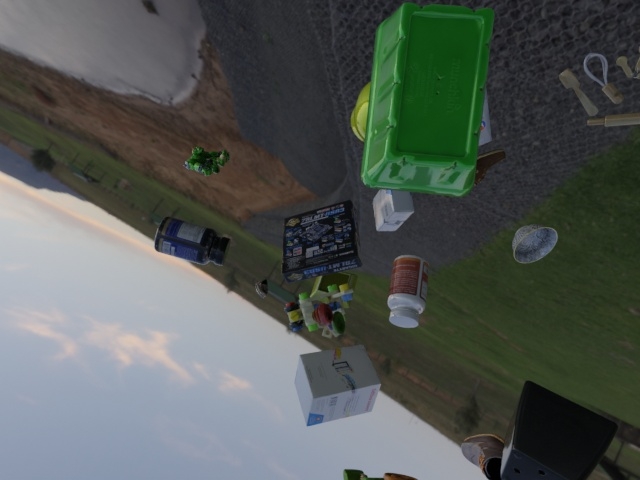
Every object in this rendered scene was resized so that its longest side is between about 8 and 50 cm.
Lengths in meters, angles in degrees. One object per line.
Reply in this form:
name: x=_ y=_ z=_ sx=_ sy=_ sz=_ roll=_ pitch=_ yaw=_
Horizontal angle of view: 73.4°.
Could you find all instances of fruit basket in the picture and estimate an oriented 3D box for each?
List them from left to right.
fruit basket: x=0.207 y=-0.287 z=0.947 sx=0.283 sy=0.392 sz=0.392 roll=6 pitch=172 yaw=4

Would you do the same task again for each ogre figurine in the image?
ogre figurine: x=-0.419 y=-0.288 z=1.570 sx=0.118 sy=0.197 sz=0.097 roll=10 pitch=140 yaw=6

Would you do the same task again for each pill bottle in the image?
pill bottle: x=-0.411 y=0.008 z=1.392 sx=0.219 sy=0.123 sz=0.123 roll=17 pitch=175 yaw=-6
pill bottle: x=0.282 y=0.165 z=1.388 sx=0.121 sy=0.216 sz=0.121 roll=11 pitch=150 yaw=7

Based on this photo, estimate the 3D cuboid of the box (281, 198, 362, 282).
box: x=0.000 y=0.000 z=1.638 sx=0.295 sy=0.293 sz=0.073 roll=-15 pitch=136 yaw=13

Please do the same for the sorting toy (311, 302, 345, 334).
sorting toy: x=0.014 y=0.168 z=0.937 sx=0.042 sy=0.061 sz=0.102 roll=-16 pitch=139 yaw=26

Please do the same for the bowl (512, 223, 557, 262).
bowl: x=0.781 y=-0.003 z=1.602 sx=0.170 sy=0.170 sz=0.080 roll=32 pitch=-156 yaw=-33

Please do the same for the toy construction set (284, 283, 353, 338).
toy construction set: x=-0.004 y=0.235 z=1.418 sx=0.327 sy=0.215 sz=0.151 roll=88 pitch=163 yaw=-66

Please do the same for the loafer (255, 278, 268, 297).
loafer: x=-0.203 y=0.164 z=1.512 sx=0.045 sy=0.039 sz=0.125 roll=50 pitch=178 yaw=-16

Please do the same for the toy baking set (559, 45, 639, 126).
toy baking set: x=0.760 y=-0.389 z=1.099 sx=0.256 sy=0.197 sz=0.030 roll=-2 pitch=-161 yaw=31

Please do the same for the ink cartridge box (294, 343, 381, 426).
ink cartridge box: x=0.052 y=0.475 z=1.421 sx=0.233 sy=0.171 sz=0.168 roll=-5 pitch=-140 yaw=-18

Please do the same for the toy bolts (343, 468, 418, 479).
toy bolts: x=0.175 y=0.646 z=0.996 sx=0.218 sy=0.158 sz=0.228 roll=22 pitch=157 yaw=-31

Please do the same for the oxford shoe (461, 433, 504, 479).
oxford shoe: x=0.593 y=0.755 z=1.485 sx=0.133 sy=0.130 sz=0.364 roll=1 pitch=166 yaw=-21

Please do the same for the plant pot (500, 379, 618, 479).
plant pot: x=0.493 y=0.461 z=0.932 sx=0.187 sy=0.167 sz=0.188 roll=24 pitch=133 yaw=32

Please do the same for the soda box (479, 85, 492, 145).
soda box: x=0.658 y=-0.552 z=1.847 sx=0.098 sy=0.091 sz=0.286 roll=-115 pitch=2 yaw=-55

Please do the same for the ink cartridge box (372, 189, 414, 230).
ink cartridge box: x=0.262 y=-0.130 z=1.570 sx=0.082 sy=0.139 sz=0.190 roll=-1 pitch=161 yaw=-10

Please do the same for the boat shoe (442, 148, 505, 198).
boat shoe: x=0.355 y=-0.155 z=1.008 sx=0.060 sy=0.178 sz=0.064 roll=63 pitch=-178 yaw=9

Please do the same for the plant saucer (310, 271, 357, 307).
plant saucer: x=0.066 y=0.205 z=2.003 sx=0.188 sy=0.188 sz=0.045 roll=14 pitch=143 yaw=8
